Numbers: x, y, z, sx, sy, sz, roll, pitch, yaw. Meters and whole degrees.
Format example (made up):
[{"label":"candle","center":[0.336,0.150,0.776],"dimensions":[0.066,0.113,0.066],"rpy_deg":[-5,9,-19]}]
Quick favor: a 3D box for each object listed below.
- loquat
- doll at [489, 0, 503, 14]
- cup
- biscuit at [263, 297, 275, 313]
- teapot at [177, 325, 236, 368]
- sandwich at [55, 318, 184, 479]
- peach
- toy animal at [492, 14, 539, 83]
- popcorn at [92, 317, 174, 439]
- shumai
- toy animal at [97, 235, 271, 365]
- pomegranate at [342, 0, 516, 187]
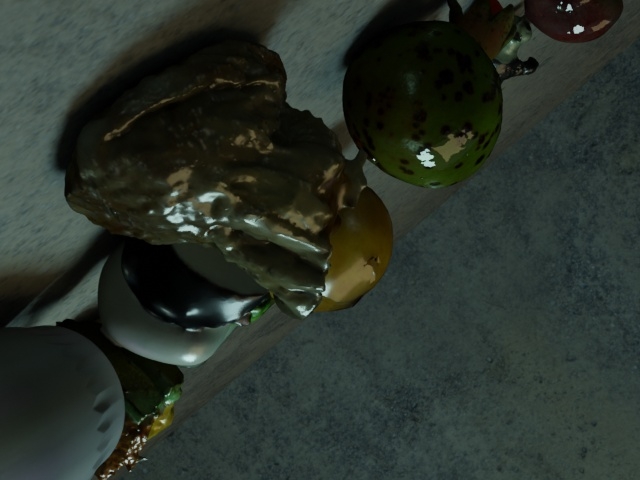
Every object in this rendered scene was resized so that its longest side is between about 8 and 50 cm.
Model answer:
[{"label":"loquat","center":[0.000,0.000,1.988],"dimensions":[0.235,0.235,0.235],"rpy_deg":[-38,172,-6]},{"label":"doll","center":[0.169,-0.234,1.952],"dimensions":[0.188,0.099,0.384],"rpy_deg":[-34,164,-24]},{"label":"cup","center":[-0.396,0.234,1.430],"dimensions":[0.253,0.253,0.371],"rpy_deg":[-42,173,19]},{"label":"biscuit","center":[-0.069,0.045,2.273],"dimensions":[0.329,0.078,0.335],"rpy_deg":[-43,-175,30]},{"label":"teapot","center":[-0.199,0.115,2.060],"dimensions":[0.294,0.129,0.193],"rpy_deg":[-49,-179,-4]},{"label":"sandwich","center":[-0.285,0.203,1.647],"dimensions":[0.160,0.185,0.109],"rpy_deg":[-62,163,23]},{"label":"peach","center":[0.390,-0.380,1.962],"dimensions":[0.152,0.152,0.152],"rpy_deg":[-38,172,-6]},{"label":"toy animal","center":[0.289,-0.297,2.143],"dimensions":[0.225,0.094,0.121],"rpy_deg":[-42,163,30]},{"label":"popcorn","center":[-0.314,0.213,1.931],"dimensions":[0.190,0.191,0.253],"rpy_deg":[-52,165,-9]},{"label":"shumai","center":[-0.093,-0.036,1.262],"dimensions":[0.267,0.262,0.314],"rpy_deg":[-42,170,19]},{"label":"toy animal","center":[-0.162,0.045,1.577],"dimensions":[0.212,0.212,0.266],"rpy_deg":[-33,167,-35]},{"label":"pomegranate","center":[0.146,-0.215,1.642],"dimensions":[0.231,0.231,0.285],"rpy_deg":[78,32,-81]}]
